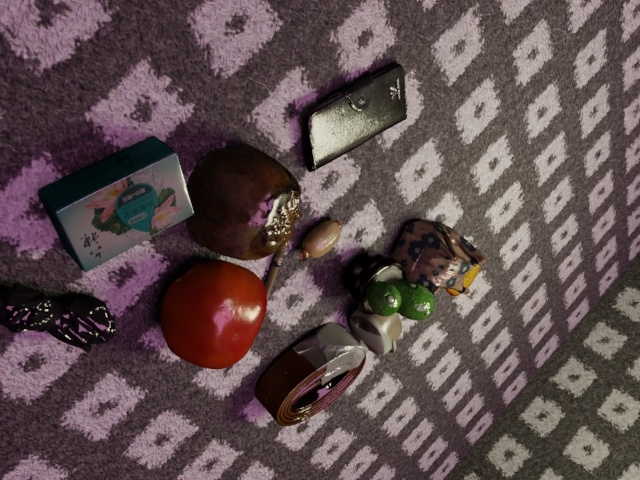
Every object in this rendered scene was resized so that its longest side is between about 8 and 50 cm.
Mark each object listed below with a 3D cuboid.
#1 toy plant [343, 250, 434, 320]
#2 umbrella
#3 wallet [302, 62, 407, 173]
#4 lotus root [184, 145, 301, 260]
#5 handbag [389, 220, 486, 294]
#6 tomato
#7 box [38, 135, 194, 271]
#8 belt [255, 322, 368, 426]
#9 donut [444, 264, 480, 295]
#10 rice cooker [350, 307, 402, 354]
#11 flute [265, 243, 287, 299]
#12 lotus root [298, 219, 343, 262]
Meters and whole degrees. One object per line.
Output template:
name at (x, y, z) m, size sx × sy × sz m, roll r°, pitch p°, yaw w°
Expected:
toy plant at (0.187, 0.141, 1.859) m, size 0.218 × 0.235 × 0.175 m, roll 3°, pitch 117°, yaw -46°
umbrella at (-0.536, 0.130, 1.245) m, size 0.340 × 0.118 × 0.118 m, roll 28°, pitch 97°, yaw -47°
wallet at (0.089, -0.297, 1.586) m, size 0.318 × 0.045 × 0.172 m, roll -32°, pitch 138°, yaw -26°
lotus root at (-0.144, -0.066, 1.432) m, size 0.272 × 0.192 × 0.272 m, roll -28°, pitch 131°, yaw -37°
handbag at (0.358, 0.060, 2.002) m, size 0.251 × 0.193 × 0.190 m, roll 6°, pitch 117°, yaw -46°
tomato at (-0.237, 0.171, 1.505) m, size 0.260 × 0.180 × 0.259 m, roll -21°, pitch 123°, yaw -36°
box at (-0.375, -0.071, 1.253) m, size 0.245 × 0.092 × 0.153 m, roll -33°, pitch 137°, yaw -24°
belt at (-0.022, 0.385, 1.931) m, size 0.339 × 0.122 × 0.217 m, roll -33°, pitch 139°, yaw -21°
donut at (0.450, 0.089, 2.209) m, size 0.174 × 0.075 × 0.190 m, roll -56°, pitch 141°, yaw 3°
rice cooker at (0.171, 0.259, 2.006) m, size 0.127 × 0.145 × 0.206 m, roll -52°, pitch 147°, yaw -17°
flute at (-0.122, 0.092, 1.681) m, size 0.027 × 0.027 × 0.233 m, roll -2°, pitch 119°, yaw -44°
lotus root at (0.000, 0.000, 1.703) m, size 0.150 × 0.062 × 0.073 m, roll -42°, pitch 140°, yaw -16°
